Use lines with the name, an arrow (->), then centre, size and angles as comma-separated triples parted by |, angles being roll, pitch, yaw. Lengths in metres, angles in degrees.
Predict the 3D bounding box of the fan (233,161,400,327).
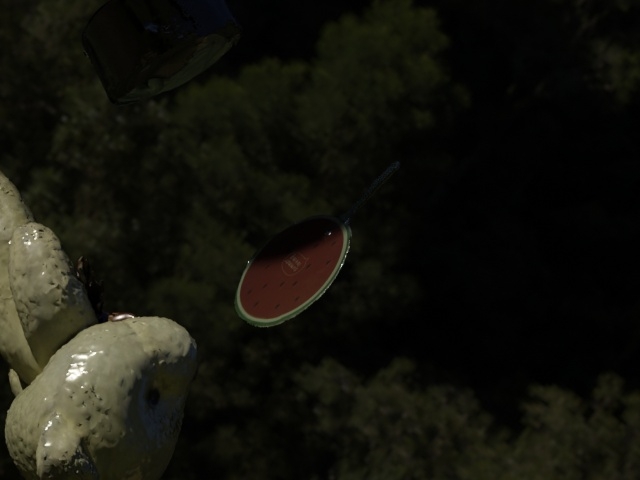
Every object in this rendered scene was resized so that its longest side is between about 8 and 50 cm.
fan -> 0.000, 0.000, 0.857 | 0.005, 0.133, 0.085 | 47, -3, -33

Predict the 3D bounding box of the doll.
doll -> -0.182, 0.064, 1.023 | 0.278, 0.149, 0.175 | 54, 1, 26

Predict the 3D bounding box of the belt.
belt -> -0.111, -0.143, 0.992 | 0.058, 0.105, 0.140 | 63, -20, 4
